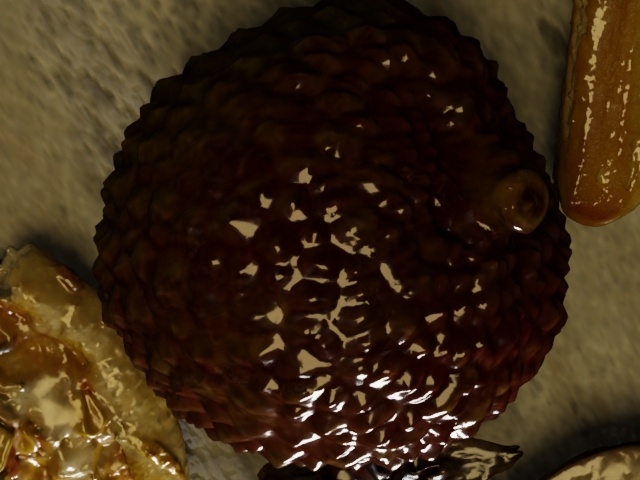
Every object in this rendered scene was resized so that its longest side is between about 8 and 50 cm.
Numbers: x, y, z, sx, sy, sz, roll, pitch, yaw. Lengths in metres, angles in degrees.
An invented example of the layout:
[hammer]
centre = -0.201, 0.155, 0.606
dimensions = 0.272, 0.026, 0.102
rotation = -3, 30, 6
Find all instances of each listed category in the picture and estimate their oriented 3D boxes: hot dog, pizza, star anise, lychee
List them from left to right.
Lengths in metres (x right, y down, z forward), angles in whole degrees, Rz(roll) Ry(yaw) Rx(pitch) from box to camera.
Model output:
[pizza]
centre = -0.171, 0.096, 0.894
dimensions = 0.161, 0.062, 0.182
rotation = -19, 113, -7
[lychee]
centre = 0.000, 0.000, 0.769
dimensions = 0.271, 0.236, 0.236
rotation = -9, 116, 37
[star anise]
centre = 0.009, 0.135, 0.884
dimensions = 0.212, 0.053, 0.157
rotation = -15, 157, 13
[hot dog]
centre = 0.158, -0.111, 0.794
dimensions = 0.066, 0.047, 0.215
rotation = -3, 115, -9

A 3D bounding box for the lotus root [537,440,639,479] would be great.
[lotus root]
centre = 0.168, 0.212, 0.892
dimensions = 0.261, 0.074, 0.170
rotation = -43, 83, 5
